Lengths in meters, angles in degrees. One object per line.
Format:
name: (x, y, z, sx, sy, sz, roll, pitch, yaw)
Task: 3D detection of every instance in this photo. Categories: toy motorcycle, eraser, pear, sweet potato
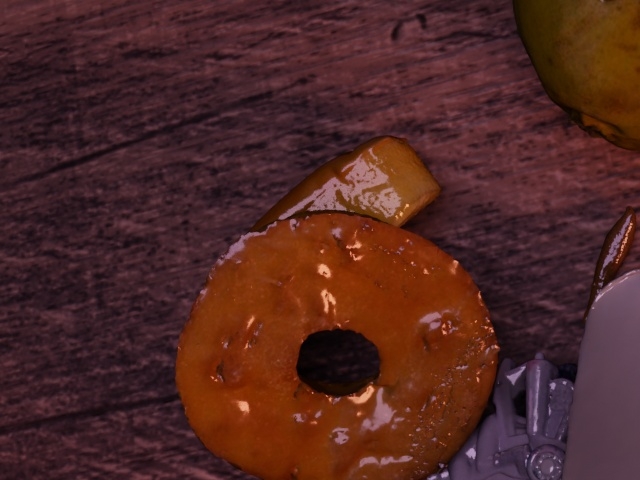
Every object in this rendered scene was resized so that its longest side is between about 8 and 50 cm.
toy motorcycle: (0.153, 0.221, 1.494, 0.171, 0.110, 0.260, 14, 80, 33)
eraser: (0.351, 0.193, 1.347, 0.331, 0.150, 0.331, -19, 55, 31)
pear: (0.288, -0.234, 1.439, 0.269, 0.269, 0.321, 22, 74, 19)
sweet potato: (0.261, 0.023, 1.531, 0.026, 0.026, 0.115, 20, 92, 19)

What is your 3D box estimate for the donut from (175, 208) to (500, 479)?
donut: (0.011, 0.093, 1.485, 0.278, 0.108, 0.277, -1, 106, -5)

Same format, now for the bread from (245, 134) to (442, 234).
bread: (0.000, 0.000, 1.579, 0.245, 0.102, 0.094, -42, 78, 9)
